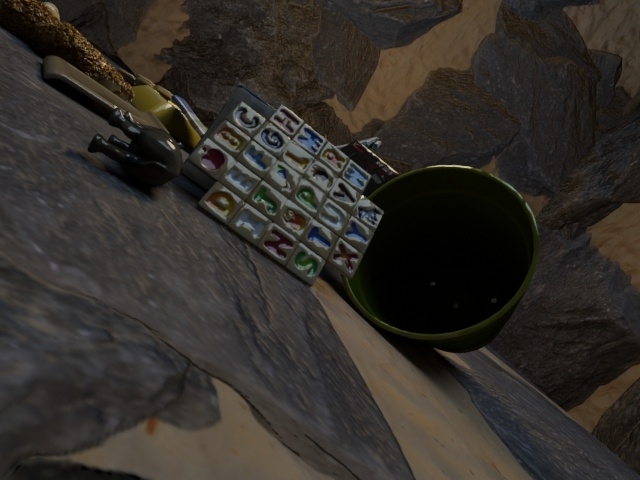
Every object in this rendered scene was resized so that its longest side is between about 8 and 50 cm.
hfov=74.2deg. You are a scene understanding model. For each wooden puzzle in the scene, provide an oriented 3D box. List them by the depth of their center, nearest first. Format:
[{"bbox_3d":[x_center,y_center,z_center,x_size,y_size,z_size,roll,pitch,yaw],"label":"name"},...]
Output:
[{"bbox_3d":[-0.457,-0.295,0.896,0.239,0.044,0.221,27,11,-41],"label":"wooden puzzle"}]

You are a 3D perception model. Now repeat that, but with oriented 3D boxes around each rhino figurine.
[{"bbox_3d":[-0.251,-0.134,0.621,0.106,0.073,0.243,31,5,-21],"label":"rhino figurine"}]

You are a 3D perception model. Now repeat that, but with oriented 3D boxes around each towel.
[{"bbox_3d":[-0.361,-0.318,1.322,0.285,0.034,0.209,55,-2,-19],"label":"towel"}]

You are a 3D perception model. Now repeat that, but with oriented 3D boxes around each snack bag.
[{"bbox_3d":[0.020,-0.262,1.291,0.342,0.324,0.037,-54,133,-72],"label":"snack bag"}]

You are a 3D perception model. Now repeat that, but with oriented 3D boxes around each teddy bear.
[{"bbox_3d":[-0.613,-0.477,1.057,0.338,0.113,0.245,38,3,8],"label":"teddy bear"}]

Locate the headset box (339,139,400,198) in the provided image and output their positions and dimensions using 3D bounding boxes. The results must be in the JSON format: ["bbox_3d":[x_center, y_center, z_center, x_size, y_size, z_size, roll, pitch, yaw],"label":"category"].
[{"bbox_3d":[0.029,-0.094,1.036,0.218,0.293,0.110,55,-5,48],"label":"headset box"}]

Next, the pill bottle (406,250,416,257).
[{"bbox_3d":[0.219,0.075,1.187,0.131,0.131,0.229,42,-27,42],"label":"pill bottle"}]

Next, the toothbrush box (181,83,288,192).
[{"bbox_3d":[-0.164,-0.195,0.974,0.126,0.216,0.295,37,4,0],"label":"toothbrush box"}]

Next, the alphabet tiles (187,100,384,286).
[{"bbox_3d":[-0.046,-0.093,0.759,0.343,0.285,0.011,37,-33,-10],"label":"alphabet tiles"}]

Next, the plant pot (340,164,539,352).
[{"bbox_3d":[0.274,0.089,0.934,0.366,0.366,0.353,41,-6,37],"label":"plant pot"}]

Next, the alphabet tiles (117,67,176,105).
[{"bbox_3d":[-0.645,-0.560,1.643,0.278,0.021,0.284,27,-7,-20],"label":"alphabet tiles"}]

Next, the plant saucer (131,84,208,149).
[{"bbox_3d":[-0.504,-0.423,1.503,0.333,0.081,0.333,32,8,-47],"label":"plant saucer"}]
